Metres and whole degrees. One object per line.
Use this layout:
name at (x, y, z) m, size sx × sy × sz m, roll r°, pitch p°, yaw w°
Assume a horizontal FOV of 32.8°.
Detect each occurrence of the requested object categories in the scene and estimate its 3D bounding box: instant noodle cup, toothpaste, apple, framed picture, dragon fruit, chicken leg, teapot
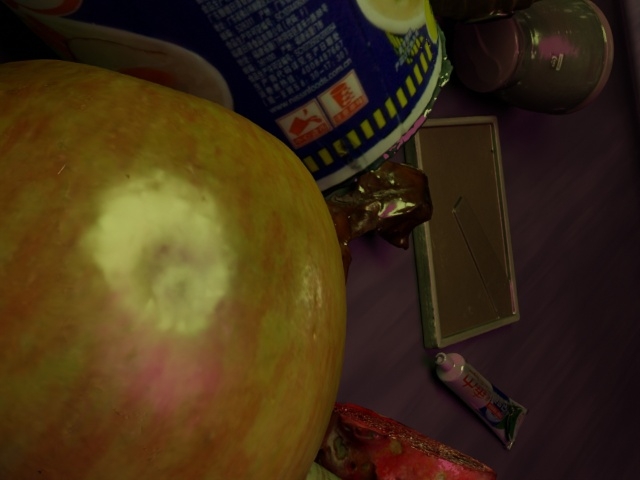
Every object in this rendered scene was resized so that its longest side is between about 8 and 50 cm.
instant noodle cup at (-0.073, -0.182, 0.599) m, size 0.312 × 0.284 × 0.284 m, roll 56°, pitch 48°, yaw -43°
toothpaste at (0.149, 0.144, 1.004) m, size 0.170 × 0.028 × 0.045 m, roll 43°, pitch 67°, yaw -44°
apple at (-0.113, 0.035, 0.522) m, size 0.264 × 0.264 × 0.264 m, roll 5°, pitch 84°, yaw -50°
framed picture at (0.132, -0.013, 1.004) m, size 0.150 × 0.015 × 0.203 m, roll -11°, pitch 96°, yaw -50°
dragon fruit at (0.050, 0.192, 0.811) m, size 0.153 × 0.153 × 0.111 m, roll 23°, pitch 91°, yaw -47°
chicken leg at (0.000, 0.000, 0.797) m, size 0.304 × 0.093 × 0.113 m, roll -37°, pitch 104°, yaw -50°
teapot at (0.192, -0.192, 1.016) m, size 0.146 × 0.116 × 0.148 m, roll -5°, pitch 95°, yaw -40°

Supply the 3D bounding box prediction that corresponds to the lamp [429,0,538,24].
lamp at (0.091, -0.275, 0.820) m, size 0.284 × 0.250 × 0.250 m, roll -32°, pitch 119°, yaw -2°

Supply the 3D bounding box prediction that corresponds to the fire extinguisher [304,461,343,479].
fire extinguisher at (0.056, 0.241, 0.715) m, size 0.376 × 0.200 × 0.113 m, roll 36°, pitch 97°, yaw -8°
